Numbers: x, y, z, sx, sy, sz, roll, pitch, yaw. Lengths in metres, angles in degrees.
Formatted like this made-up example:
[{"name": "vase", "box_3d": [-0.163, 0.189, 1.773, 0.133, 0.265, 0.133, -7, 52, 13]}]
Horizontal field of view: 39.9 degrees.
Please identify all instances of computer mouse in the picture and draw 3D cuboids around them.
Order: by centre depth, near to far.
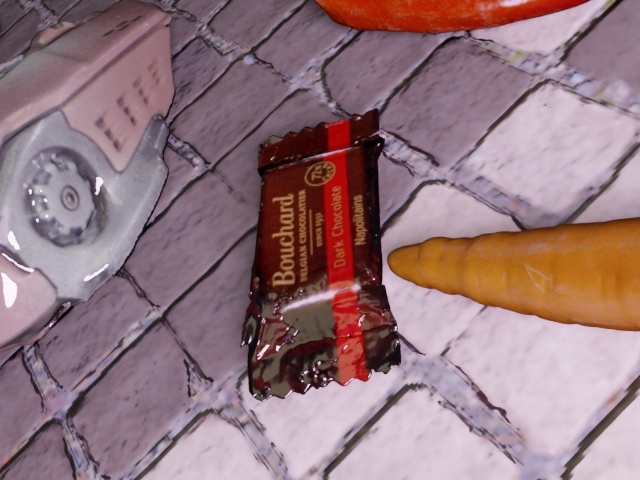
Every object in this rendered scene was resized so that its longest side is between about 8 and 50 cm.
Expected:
[{"name": "computer mouse", "box_3d": [-0.207, -0.085, 0.648, 0.200, 0.115, 0.389, -8, 50, 28]}]

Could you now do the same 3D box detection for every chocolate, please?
[{"name": "chocolate", "box_3d": [0.000, 0.000, 0.475, 0.086, 0.028, 0.182, -17, 46, 15]}]

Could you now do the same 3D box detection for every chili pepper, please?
[{"name": "chili pepper", "box_3d": [0.060, -0.166, 0.556, 0.272, 0.063, 0.071, 16, 78, 42]}]

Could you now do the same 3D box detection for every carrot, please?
[{"name": "carrot", "box_3d": [0.156, 0.010, 0.319, 0.336, 0.069, 0.069, -2, 53, 40]}]
